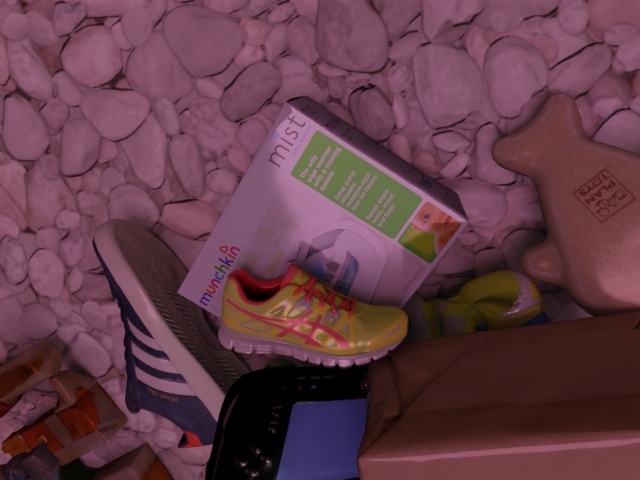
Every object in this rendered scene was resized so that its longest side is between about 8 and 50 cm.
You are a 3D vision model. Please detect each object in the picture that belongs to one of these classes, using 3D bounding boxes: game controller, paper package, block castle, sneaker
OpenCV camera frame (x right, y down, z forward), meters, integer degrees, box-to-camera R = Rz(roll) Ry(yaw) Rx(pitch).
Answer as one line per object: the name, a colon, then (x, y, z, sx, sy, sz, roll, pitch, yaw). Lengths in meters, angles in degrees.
game controller: (0.028, 0.219, 0.566, 0.319, 0.067, 0.166, 8, 108, -33)
paper package: (0.214, 0.262, 0.484, 0.309, 0.168, 0.325, -11, 109, 12)
block castle: (-0.406, 0.401, 0.696, 0.213, 0.303, 0.453, -30, 100, 17)
sneaker: (0.172, 0.120, 0.632, 0.240, 0.091, 0.126, -22, 134, 37)
sneaker: (-0.011, 0.071, 0.519, 0.208, 0.081, 0.094, 1, 107, 8)
sneaker: (-0.226, 0.144, 0.677, 0.148, 0.131, 0.350, -26, 102, 12)

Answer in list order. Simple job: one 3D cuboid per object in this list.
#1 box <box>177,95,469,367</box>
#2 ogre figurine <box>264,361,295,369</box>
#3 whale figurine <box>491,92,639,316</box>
box: (0.000, 0.000, 0.603, 0.231, 0.127, 0.262, 33, 110, -5)
ogre figurine: (-0.030, 0.216, 0.673, 0.118, 0.197, 0.097, -1, 83, 27)
whale figurine: (0.319, -0.032, 0.559, 0.216, 0.141, 0.272, -43, 73, 18)
